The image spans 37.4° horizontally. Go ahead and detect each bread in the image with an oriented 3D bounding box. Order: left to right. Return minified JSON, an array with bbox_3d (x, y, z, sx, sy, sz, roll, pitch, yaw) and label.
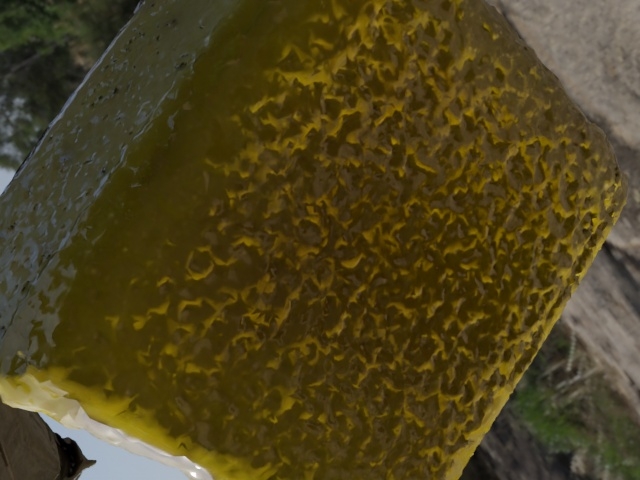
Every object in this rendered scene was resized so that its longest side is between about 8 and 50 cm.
[{"bbox_3d":[0.000,0.000,0.574,0.323,0.333,0.143,40,171,-33],"label":"bread"}]

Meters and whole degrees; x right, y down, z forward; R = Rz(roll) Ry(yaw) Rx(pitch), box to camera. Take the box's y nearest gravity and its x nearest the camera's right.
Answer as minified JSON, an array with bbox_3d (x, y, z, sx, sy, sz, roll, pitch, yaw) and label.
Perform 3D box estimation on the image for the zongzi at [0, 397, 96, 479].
[{"bbox_3d":[-0.333,0.189,0.692,0.289,0.154,0.317,59,-159,-24],"label":"zongzi"}]
